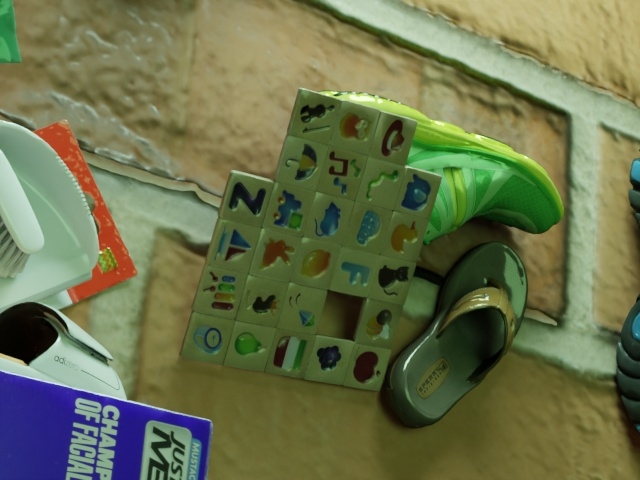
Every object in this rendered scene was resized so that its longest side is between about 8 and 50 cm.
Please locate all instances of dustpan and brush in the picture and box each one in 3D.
[{"bbox_3d":[-0.243,-0.055,1.167,0.147,0.060,0.211,-24,90,-45],"label":"dustpan and brush"}]

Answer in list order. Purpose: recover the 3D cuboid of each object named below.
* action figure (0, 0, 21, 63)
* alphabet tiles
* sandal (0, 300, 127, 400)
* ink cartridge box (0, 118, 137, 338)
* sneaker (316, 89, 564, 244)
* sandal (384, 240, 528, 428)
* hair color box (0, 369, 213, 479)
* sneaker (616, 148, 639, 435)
[{"bbox_3d":[-0.346,-0.184,1.189,0.232,0.063,0.137,-11,83,-38],"label":"action figure"},{"bbox_3d":[0.000,0.000,1.334,0.198,0.009,0.237,13,96,-31],"label":"alphabet tiles"},{"bbox_3d":[-0.213,0.075,1.118,0.265,0.102,0.076,31,64,-51],"label":"sandal"},{"bbox_3d":[-0.230,-0.009,1.224,0.179,0.045,0.145,-25,90,-36],"label":"ink cartridge box"},{"bbox_3d":[0.093,-0.049,1.448,0.295,0.109,0.123,16,92,-34],"label":"sneaker"},{"bbox_3d":[0.134,0.081,1.440,0.090,0.060,0.219,53,50,-9],"label":"sandal"},{"bbox_3d":[-0.263,0.147,1.055,0.339,0.185,0.110,16,66,-30],"label":"hair color box"},{"bbox_3d":[0.385,0.054,1.591,0.140,0.125,0.340,25,63,-32],"label":"sneaker"}]
